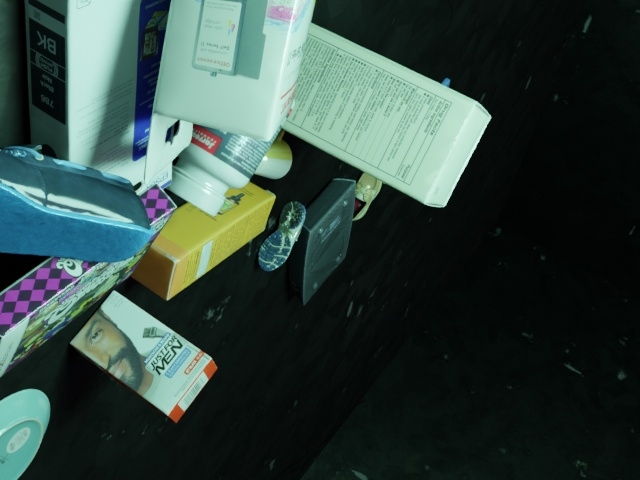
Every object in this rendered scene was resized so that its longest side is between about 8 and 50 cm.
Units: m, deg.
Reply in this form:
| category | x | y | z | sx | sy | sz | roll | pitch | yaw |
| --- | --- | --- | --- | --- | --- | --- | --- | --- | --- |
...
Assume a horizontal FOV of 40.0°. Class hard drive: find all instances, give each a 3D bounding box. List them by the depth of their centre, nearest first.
| category | x | y | z | sx | sy | sz | roll | pitch | yaw |
| --- | --- | --- | --- | --- | --- | --- | --- | --- | --- |
| hard drive | 0.000 | 0.000 | 1.736 | 0.172 | 0.054 | 0.255 | -49 | 160 | -31 |

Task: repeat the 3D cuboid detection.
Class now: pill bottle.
| category | x | y | z | sx | sy | sz | roll | pitch | yaw |
| --- | --- | --- | --- | --- | --- | --- | --- | --- | --- |
| pill bottle | -0.121 | -0.126 | 1.102 | 0.180 | 0.108 | 0.108 | -59 | 163 | -2 |

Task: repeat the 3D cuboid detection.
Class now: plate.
| category | x | y | z | sx | sy | sz | roll | pitch | yaw |
| --- | --- | --- | --- | --- | --- | --- | --- | --- | --- |
| plate | -0.405 | 0.273 | 1.109 | 0.188 | 0.024 | 0.188 | -50 | 160 | -26 |

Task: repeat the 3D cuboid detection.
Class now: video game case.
| category | x | y | z | sx | sy | sz | roll | pitch | yaw |
| --- | --- | --- | --- | --- | --- | --- | --- | --- | --- |
| video game case | -0.274 | 0.054 | 0.939 | 0.232 | 0.042 | 0.210 | -42 | 180 | -36 |

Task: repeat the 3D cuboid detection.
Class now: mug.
| category | x | y | z | sx | sy | sz | roll | pitch | yaw |
| --- | --- | --- | --- | --- | --- | --- | --- | --- | --- |
| mug | -0.085 | -0.130 | 1.298 | 0.064 | 0.062 | 0.078 | -5 | 92 | -59 |

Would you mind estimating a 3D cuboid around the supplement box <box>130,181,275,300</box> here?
| category | x | y | z | sx | sy | sz | roll | pitch | yaw |
| --- | --- | --- | --- | --- | --- | --- | --- | --- | --- |
| supplement box | -0.162 | -0.011 | 1.229 | 0.233 | 0.078 | 0.080 | -39 | 154 | -47 |

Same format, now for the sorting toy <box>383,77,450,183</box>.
| category | x | y | z | sx | sy | sz | roll | pitch | yaw |
| --- | --- | --- | --- | --- | --- | --- | --- | --- | --- |
| sorting toy | 0.210 | -0.233 | 1.952 | 0.347 | 0.047 | 0.196 | -43 | 157 | -42 |

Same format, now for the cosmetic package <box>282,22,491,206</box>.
| category | x | y | z | sx | sy | sz | roll | pitch | yaw |
| --- | --- | --- | --- | --- | --- | --- | --- | --- | --- |
| cosmetic package | 0.065 | -0.178 | 1.214 | 0.153 | 0.296 | 0.129 | -62 | 162 | 9 |

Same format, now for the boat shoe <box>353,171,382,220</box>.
| category | x | y | z | sx | sy | sz | roll | pitch | yaw |
| --- | --- | --- | --- | --- | --- | --- | --- | --- | --- |
| boat shoe | 0.089 | -0.095 | 1.835 | 0.045 | 0.050 | 0.135 | -42 | 156 | -57 |

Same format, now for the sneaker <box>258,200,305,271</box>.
| category | x | y | z | sx | sy | sz | roll | pitch | yaw |
| --- | --- | --- | --- | --- | --- | --- | --- | --- | --- |
| sneaker | -0.062 | -0.003 | 1.568 | 0.135 | 0.052 | 0.058 | -59 | 167 | 0 |

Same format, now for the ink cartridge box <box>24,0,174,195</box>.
| category | x | y | z | sx | sy | sz | roll | pitch | yaw |
| --- | --- | --- | --- | --- | --- | --- | --- | --- | --- |
| ink cartridge box | -0.210 | -0.162 | 0.872 | 0.165 | 0.065 | 0.333 | -42 | 154 | -44 |

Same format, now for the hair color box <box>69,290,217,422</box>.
| category | x | y | z | sx | sy | sz | roll | pitch | yaw |
| --- | --- | --- | --- | --- | --- | --- | --- | --- | --- |
| hair color box | -0.231 | 0.151 | 1.149 | 0.093 | 0.167 | 0.053 | -54 | 163 | -18 |

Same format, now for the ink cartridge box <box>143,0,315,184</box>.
| category | x | y | z | sx | sy | sz | roll | pitch | yaw |
| --- | --- | --- | --- | --- | --- | --- | --- | --- | --- |
| ink cartridge box | -0.070 | -0.229 | 0.869 | 0.207 | 0.119 | 0.353 | -75 | 179 | -70 |

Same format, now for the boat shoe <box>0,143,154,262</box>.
| category | x | y | z | sx | sy | sz | roll | pitch | yaw |
| --- | --- | --- | --- | --- | --- | --- | --- | --- | --- |
| boat shoe | -0.277 | -0.041 | 0.793 | 0.109 | 0.089 | 0.258 | -36 | 145 | 26 |
